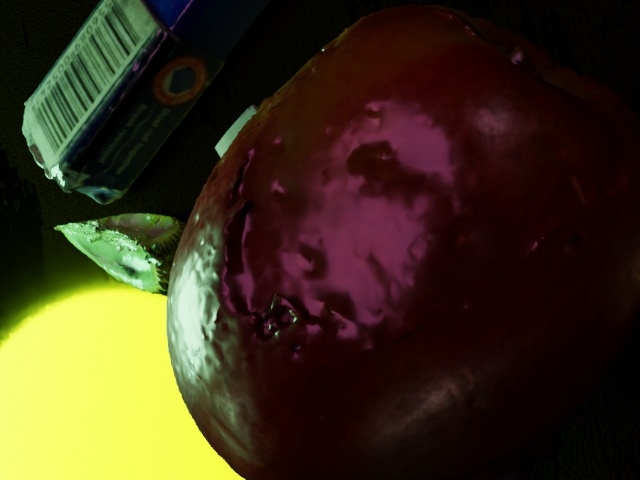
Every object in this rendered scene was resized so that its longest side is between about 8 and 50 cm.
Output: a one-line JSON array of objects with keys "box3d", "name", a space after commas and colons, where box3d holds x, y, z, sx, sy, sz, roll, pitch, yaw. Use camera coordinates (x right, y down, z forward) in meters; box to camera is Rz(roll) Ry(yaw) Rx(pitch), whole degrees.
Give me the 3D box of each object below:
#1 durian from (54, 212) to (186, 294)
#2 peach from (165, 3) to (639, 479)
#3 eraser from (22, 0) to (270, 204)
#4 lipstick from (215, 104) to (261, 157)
[{"box3d": [-0.199, 0.010, 1.424, 0.215, 0.100, 0.086, 11, 88, 48], "name": "durian"}, {"box3d": [0.054, 0.021, 1.050, 0.416, 0.353, 0.339, -57, 45, 24], "name": "peach"}, {"box3d": [-0.197, -0.206, 1.485, 0.332, 0.102, 0.155, -49, 50, 18], "name": "eraser"}, {"box3d": [0.000, 0.000, 1.281, 0.068, 0.066, 0.317, -47, 53, 20], "name": "lipstick"}]
